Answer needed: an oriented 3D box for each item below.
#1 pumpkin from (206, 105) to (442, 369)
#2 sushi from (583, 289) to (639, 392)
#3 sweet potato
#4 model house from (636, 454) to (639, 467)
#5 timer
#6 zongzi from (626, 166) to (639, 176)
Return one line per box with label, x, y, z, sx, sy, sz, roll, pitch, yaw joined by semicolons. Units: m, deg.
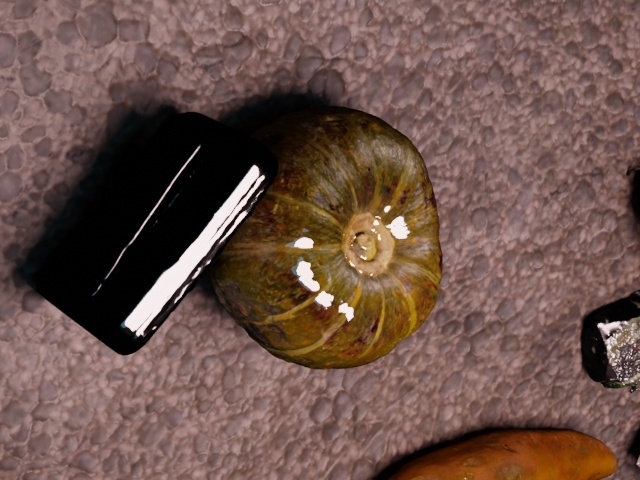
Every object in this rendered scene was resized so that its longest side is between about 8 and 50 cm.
pumpkin;0.000;0.000;1.473;0.219;0.162;0.219;9;77;-42
sushi;0.304;0.106;1.792;0.083;0.056;0.084;-18;117;-30
sweet potato;0.147;0.238;1.701;0.359;0.112;0.112;-18;118;-26
model house;0.422;0.229;1.898;0.136;0.207;0.219;-29;135;16
timer;-0.128;-0.014;1.371;0.187;0.144;0.055;-52;124;-8
zongzi;0.372;-0.010;1.791;0.084;0.184;0.187;-23;101;19
